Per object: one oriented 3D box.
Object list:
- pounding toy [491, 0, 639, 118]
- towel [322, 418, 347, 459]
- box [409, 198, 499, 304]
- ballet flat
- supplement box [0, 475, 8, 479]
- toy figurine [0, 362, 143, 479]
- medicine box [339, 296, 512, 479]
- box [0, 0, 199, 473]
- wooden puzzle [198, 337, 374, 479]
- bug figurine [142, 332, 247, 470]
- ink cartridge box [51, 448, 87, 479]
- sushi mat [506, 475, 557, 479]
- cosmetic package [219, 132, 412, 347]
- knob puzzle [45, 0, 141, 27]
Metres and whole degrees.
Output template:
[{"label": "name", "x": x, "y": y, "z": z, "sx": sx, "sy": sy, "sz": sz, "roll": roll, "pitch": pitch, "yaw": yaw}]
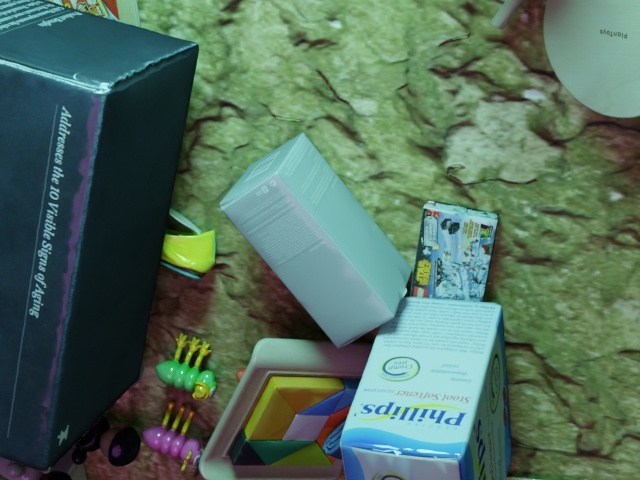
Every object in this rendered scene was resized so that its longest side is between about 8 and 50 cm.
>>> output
[{"label": "pounding toy", "x": 0.330, "y": -0.250, "z": 1.551, "sx": 0.237, "sy": 0.110, "sz": 0.183, "roll": 43, "pitch": 133, "yaw": 23}, {"label": "towel", "x": 0.058, "y": 0.275, "z": 1.906, "sx": 0.067, "sy": 0.029, "sz": 0.119, "roll": -44, "pitch": 141, "yaw": 17}, {"label": "box", "x": 0.167, "y": 0.021, "z": 1.774, "sx": 0.094, "sy": 0.027, "sz": 0.137, "roll": 12, "pitch": 121, "yaw": 9}, {"label": "ballet flat", "x": -0.244, "y": -0.020, "z": 1.857, "sx": 0.231, "sy": 0.077, "sz": 0.077, "roll": 19, "pitch": 100, "yaw": 3}, {"label": "supplement box", "x": -0.492, "y": 0.361, "z": 1.996, "sx": 0.114, "sy": 0.111, "sz": 0.220, "roll": -24, "pitch": 109, "yaw": 12}, {"label": "toy figurine", "x": -0.348, "y": 0.245, "z": 1.942, "sx": 0.148, "sy": 0.209, "sz": 0.213, "roll": 22, "pitch": 122, "yaw": 22}, {"label": "medicine box", "x": 0.138, "y": 0.259, "z": 1.744, "sx": 0.149, "sy": 0.289, "sz": 0.263, "roll": 3, "pitch": 126, "yaw": 16}, {"label": "box", "x": -0.446, "y": -0.050, "z": 1.690, "sx": 0.472, "sy": 0.297, "sz": 0.479, "roll": 18, "pitch": 112, "yaw": 11}, {"label": "wooden puzzle", "x": -0.025, "y": 0.235, "z": 1.873, "sx": 0.221, "sy": 0.044, "sz": 0.238, "roll": 5, "pitch": 125, "yaw": -29}, {"label": "bug figurine", "x": -0.138, "y": 0.257, "z": 1.969, "sx": 0.216, "sy": 0.072, "sz": 0.279, "roll": 19, "pitch": 122, "yaw": 6}, {"label": "ink cartridge box", "x": -0.425, "y": 0.417, "z": 2.133, "sx": 0.148, "sy": 0.086, "sz": 0.203, "roll": 2, "pitch": 118, "yaw": 14}, {"label": "sushi mat", "x": 0.222, "y": 0.382, "z": 1.961, "sx": 0.317, "sy": 0.019, "sz": 0.151, "roll": 3, "pitch": 117, "yaw": 14}, {"label": "cosmetic package", "x": 0.000, "y": 0.000, "z": 1.756, "sx": 0.107, "sy": 0.127, "sz": 0.238, "roll": -29, "pitch": 105, "yaw": 27}, {"label": "knob puzzle", "x": -0.315, "y": -0.314, "z": 1.731, "sx": 0.213, "sy": 0.030, "sz": 0.213, "roll": 8, "pitch": 118, "yaw": 15}]
